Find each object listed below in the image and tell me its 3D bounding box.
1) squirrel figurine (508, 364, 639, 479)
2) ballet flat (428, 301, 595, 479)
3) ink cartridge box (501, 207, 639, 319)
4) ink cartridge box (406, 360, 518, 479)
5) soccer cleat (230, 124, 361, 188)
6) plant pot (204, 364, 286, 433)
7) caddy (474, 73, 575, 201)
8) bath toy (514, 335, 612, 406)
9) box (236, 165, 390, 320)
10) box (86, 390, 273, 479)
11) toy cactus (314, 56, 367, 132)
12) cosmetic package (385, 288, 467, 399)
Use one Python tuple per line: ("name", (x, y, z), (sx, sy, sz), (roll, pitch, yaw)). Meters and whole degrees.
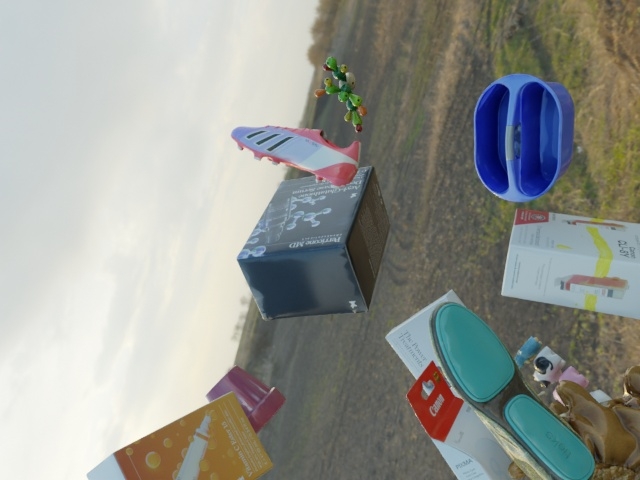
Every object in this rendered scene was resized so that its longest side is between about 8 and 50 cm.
("squirrel figurine", (0.658, 0.533, 1.385), (0.281, 0.370, 0.397), (108, 157, -43))
("ballet flat", (0.292, 0.260, 0.936), (0.123, 0.349, 0.123), (-35, -20, -14))
("ink cartridge box", (0.707, 0.053, 1.526), (0.279, 0.384, 0.161), (-47, -38, -58))
("ink cartridge box", (0.423, 0.539, 1.629), (0.091, 0.385, 0.308), (-36, -8, 25))
("soccer cleat", (-0.044, -0.174, 1.036), (0.083, 0.247, 0.095), (-23, -45, -73))
("plant pot", (-0.231, 0.474, 1.657), (0.201, 0.180, 0.201), (-46, -4, -5))
("caddy", (0.545, -0.278, 1.538), (0.179, 0.241, 0.342), (-24, -65, -45))
("bath toy", (0.782, 0.466, 1.824), (0.129, 0.151, 0.348), (-50, 43, 4))
("box", (0.000, 0.000, 1.523), (0.396, 0.293, 0.212), (-68, -35, -52))
("box", (-0.318, 0.536, 1.322), (0.345, 0.215, 0.168), (-17, -20, -50))
("toy cactus", (0.068, -0.429, 1.632), (0.112, 0.219, 0.181), (-26, 27, 26))
("cosmetic package", (0.449, 0.401, 1.944), (0.284, 0.377, 0.097), (-41, -7, 28))
